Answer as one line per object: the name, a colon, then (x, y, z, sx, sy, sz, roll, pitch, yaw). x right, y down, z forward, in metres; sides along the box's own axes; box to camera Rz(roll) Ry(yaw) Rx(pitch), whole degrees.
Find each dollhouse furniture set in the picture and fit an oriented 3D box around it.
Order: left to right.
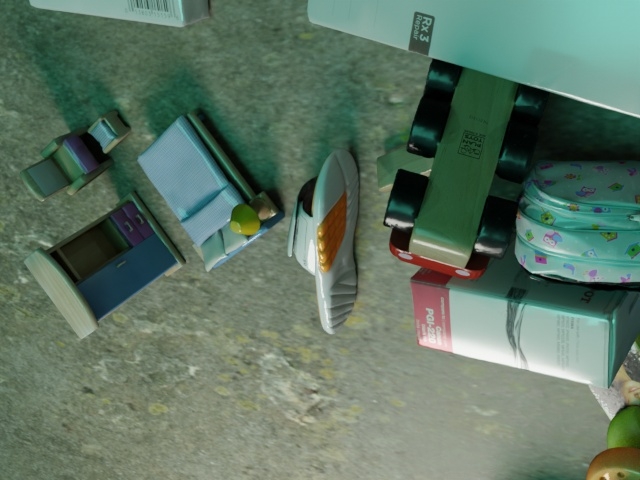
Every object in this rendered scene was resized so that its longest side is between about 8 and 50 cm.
dollhouse furniture set: (-0.254, -0.056, 1.240, 0.303, 0.198, 0.286, -31, 97, 42)

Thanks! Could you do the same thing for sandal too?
sandal: (-0.005, 0.006, 1.164, 0.076, 0.102, 0.265, 16, 127, 24)

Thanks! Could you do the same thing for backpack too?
backpack: (0.280, -0.016, 0.889, 0.181, 0.152, 0.115, 3, 111, 7)

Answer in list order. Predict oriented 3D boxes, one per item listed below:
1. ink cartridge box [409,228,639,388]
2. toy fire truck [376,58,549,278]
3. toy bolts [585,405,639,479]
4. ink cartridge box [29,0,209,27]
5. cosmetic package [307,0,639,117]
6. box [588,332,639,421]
ink cartridge box: (0.230, 0.062, 0.990, 0.217, 0.158, 0.092, 8, 120, 32)
toy fire truck: (0.125, -0.065, 0.966, 0.158, 0.217, 0.246, 16, 163, 7)
toy bolts: (0.368, 0.333, 0.976, 0.228, 0.158, 0.218, 31, 131, 16)
ink cartridge box: (-0.273, -0.401, 1.139, 0.275, 0.060, 0.239, 15, 123, 29)
cosmetic package: (0.194, -0.265, 0.818, 0.384, 0.156, 0.217, 21, 126, 24)
box: (0.386, 0.204, 1.034, 0.087, 0.058, 0.232, -31, 97, 43)
